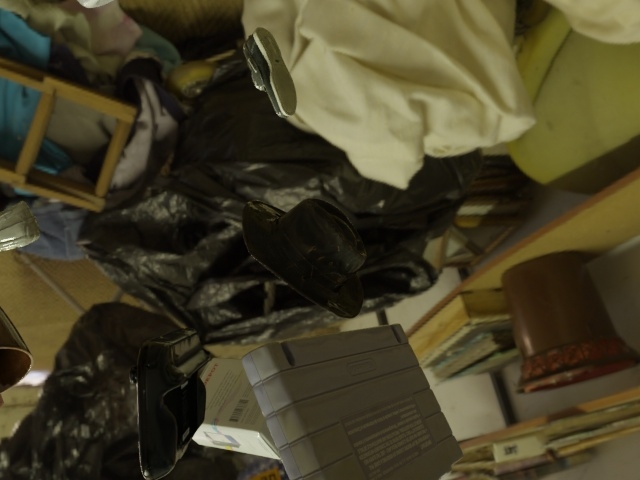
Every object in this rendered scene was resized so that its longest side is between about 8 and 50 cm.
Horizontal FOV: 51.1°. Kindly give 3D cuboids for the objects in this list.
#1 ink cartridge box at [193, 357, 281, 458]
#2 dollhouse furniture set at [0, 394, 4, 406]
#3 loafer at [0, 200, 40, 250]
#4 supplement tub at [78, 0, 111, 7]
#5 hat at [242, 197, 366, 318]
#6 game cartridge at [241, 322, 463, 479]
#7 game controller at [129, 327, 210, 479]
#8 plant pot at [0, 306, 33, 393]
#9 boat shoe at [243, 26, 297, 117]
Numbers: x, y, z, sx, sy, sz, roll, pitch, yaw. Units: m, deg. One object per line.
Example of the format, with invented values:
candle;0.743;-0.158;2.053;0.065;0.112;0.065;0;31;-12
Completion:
ink cartridge box;-0.144;0.309;1.262;0.213;0.154;0.093;-3;133;34
dollhouse furniture set;-0.975;0.472;1.619;0.202;0.374;0.152;23;136;2
loafer;-0.835;-0.015;1.594;0.320;0.111;0.112;-14;-169;-3
supplement tub;-0.425;-0.587;1.159;0.194;0.316;0.193;-30;-162;11
hat;0.000;0.000;1.388;0.134;0.331;0.331;-46;145;24
game cartridge;0.058;0.229;0.862;0.068;0.230;0.355;-29;163;27
game controller;-0.201;0.210;0.916;0.067;0.166;0.319;6;176;-1
plant pot;-0.735;0.187;1.374;0.216;0.230;0.215;-26;153;-14
boat shoe;-0.123;-0.395;1.618;0.079;0.232;0.084;-29;167;35
